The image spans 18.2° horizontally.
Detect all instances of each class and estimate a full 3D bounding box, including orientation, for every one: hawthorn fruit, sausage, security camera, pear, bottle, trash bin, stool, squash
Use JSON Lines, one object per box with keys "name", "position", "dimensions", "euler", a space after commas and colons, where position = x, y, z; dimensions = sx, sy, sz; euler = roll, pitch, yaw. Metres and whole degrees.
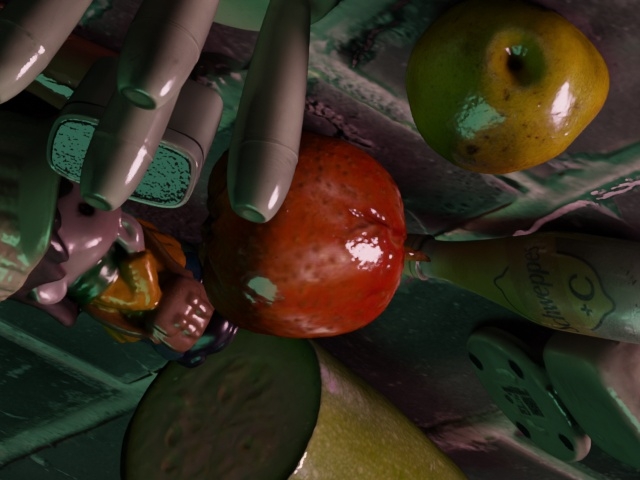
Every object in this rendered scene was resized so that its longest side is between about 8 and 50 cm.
{"name": "hawthorn fruit", "position": [0.000, 0.000, 1.644], "dimensions": [0.200, 0.179, 0.179], "euler": [13, 159, -12]}
{"name": "sausage", "position": [-0.241, -0.149, 1.644], "dimensions": [0.304, 0.078, 0.078], "euler": [21, 157, -3]}
{"name": "security camera", "position": [0.239, 0.134, 1.832], "dimensions": [0.157, 0.080, 0.301], "euler": [54, 161, -14]}
{"name": "pear", "position": [0.125, -0.098, 1.397], "dimensions": [0.141, 0.104, 0.141], "euler": [19, 161, 7]}
{"name": "bottle", "position": [0.183, 0.031, 1.654], "dimensions": [0.270, 0.083, 0.083], "euler": [8, 154, 33]}
{"name": "trash bin", "position": [-0.141, -0.086, 1.547], "dimensions": [0.116, 0.130, 0.059], "euler": [19, 116, -1]}
{"name": "stool", "position": [-0.103, -0.140, 1.380], "dimensions": [0.195, 0.198, 0.195], "euler": [2, 150, 35]}
{"name": "squash", "position": [0.003, 0.276, 2.136], "dimensions": [0.263, 0.263, 0.384], "euler": [1, 150, 41]}

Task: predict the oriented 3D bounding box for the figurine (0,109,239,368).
{"name": "figurine", "position": [-0.233, 0.013, 1.859], "dimensions": [0.204, 0.185, 0.332], "euler": [-27, 133, 14]}
